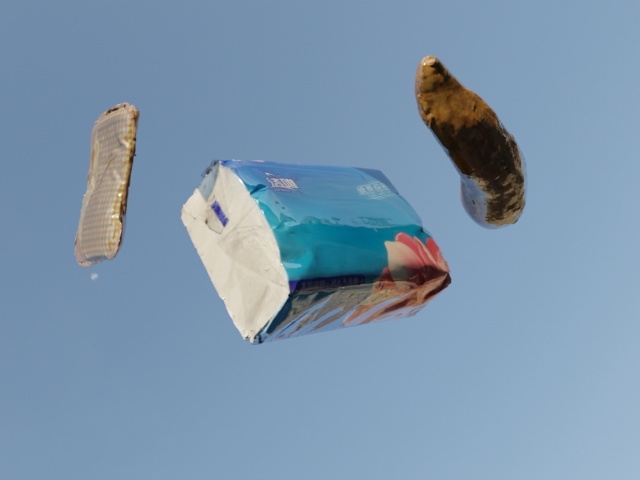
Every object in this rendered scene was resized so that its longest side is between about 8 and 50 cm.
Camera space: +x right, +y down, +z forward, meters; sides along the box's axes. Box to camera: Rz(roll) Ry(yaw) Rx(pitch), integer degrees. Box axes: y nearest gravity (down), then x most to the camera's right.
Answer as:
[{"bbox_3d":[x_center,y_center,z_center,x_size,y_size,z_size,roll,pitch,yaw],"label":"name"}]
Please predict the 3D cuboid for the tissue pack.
[{"bbox_3d":[0.000,0.000,0.864,0.269,0.209,0.137,-2,-42,-41],"label":"tissue pack"}]

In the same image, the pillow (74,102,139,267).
[{"bbox_3d":[-0.279,-0.072,0.945,0.034,0.135,0.211,12,-106,-37],"label":"pillow"}]

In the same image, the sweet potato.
[{"bbox_3d":[0.192,-0.107,0.876,0.097,0.097,0.292,-48,-43,-10],"label":"sweet potato"}]
